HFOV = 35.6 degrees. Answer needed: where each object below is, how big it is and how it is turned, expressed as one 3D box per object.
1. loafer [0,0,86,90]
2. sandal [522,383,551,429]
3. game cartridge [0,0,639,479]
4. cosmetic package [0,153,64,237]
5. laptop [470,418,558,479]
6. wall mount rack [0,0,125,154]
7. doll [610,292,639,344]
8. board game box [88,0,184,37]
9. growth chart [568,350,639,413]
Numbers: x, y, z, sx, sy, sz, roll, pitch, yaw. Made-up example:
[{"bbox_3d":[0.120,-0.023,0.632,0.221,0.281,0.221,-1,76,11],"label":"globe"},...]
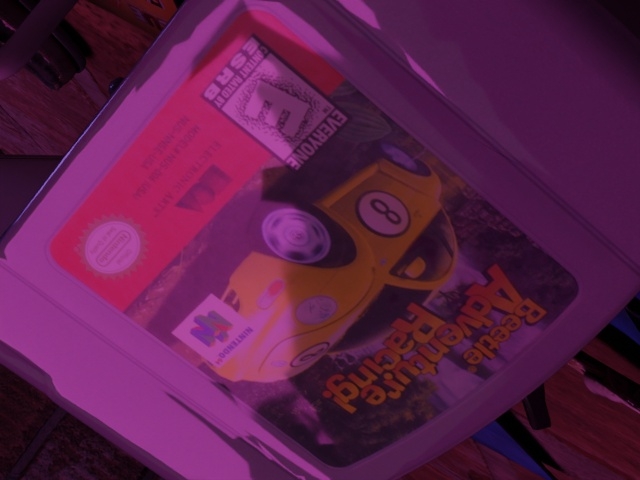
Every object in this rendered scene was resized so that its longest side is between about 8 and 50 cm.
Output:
[{"bbox_3d":[-0.307,-0.196,0.760,0.267,0.084,0.096,41,164,-19],"label":"loafer"},{"bbox_3d":[0.120,0.038,0.590,0.067,0.040,0.179,-93,-18,-55],"label":"sandal"},{"bbox_3d":[0.000,0.000,0.389,0.196,0.060,0.294,36,122,-16],"label":"game cartridge"},{"bbox_3d":[-0.047,0.054,0.647,0.284,0.098,0.377,-1,162,11],"label":"cosmetic package"},{"bbox_3d":[-0.033,0.177,1.042,0.382,0.407,0.236,21,126,48],"label":"laptop"},{"bbox_3d":[-0.244,-0.145,0.549,0.304,0.130,0.350,30,165,7],"label":"wall mount rack"},{"bbox_3d":[0.176,0.035,0.478,0.129,0.046,0.189,14,163,33],"label":"doll"},{"bbox_3d":[-0.163,-0.199,0.509,0.243,0.042,0.165,30,165,20],"label":"board game box"},{"bbox_3d":[0.222,0.114,0.547,0.172,0.021,0.237,29,-178,-9],"label":"growth chart"}]
